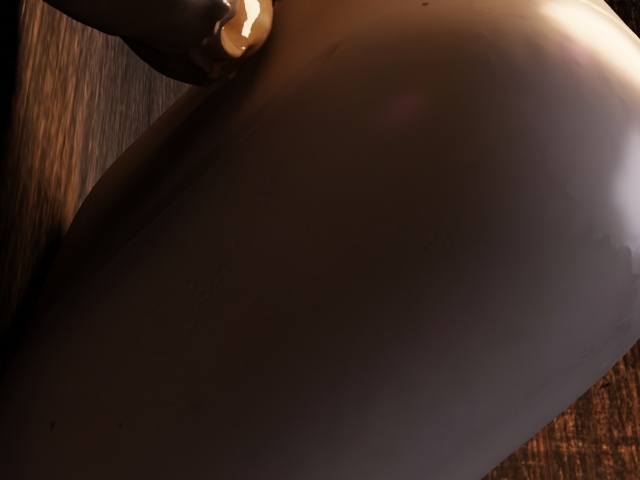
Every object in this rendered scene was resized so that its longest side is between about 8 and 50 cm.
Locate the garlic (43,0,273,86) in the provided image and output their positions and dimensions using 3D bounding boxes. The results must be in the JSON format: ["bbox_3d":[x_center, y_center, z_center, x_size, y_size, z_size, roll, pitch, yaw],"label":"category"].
[{"bbox_3d":[-0.074,-0.156,0.581,0.228,0.110,0.217,-132,-152,-72],"label":"garlic"}]

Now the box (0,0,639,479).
[{"bbox_3d":[0.001,0.001,0.646,0.141,0.288,0.349,46,13,-14],"label":"box"}]
